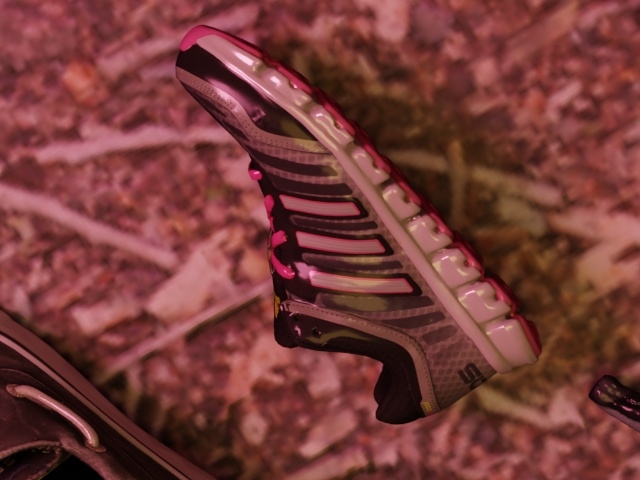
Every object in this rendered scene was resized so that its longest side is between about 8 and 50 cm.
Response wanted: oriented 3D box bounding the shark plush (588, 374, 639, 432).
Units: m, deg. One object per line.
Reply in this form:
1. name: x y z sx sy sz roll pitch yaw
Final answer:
1. shark plush: 0.168 0.105 0.628 0.161 0.073 0.067 25 134 -6

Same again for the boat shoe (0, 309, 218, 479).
1. boat shoe: -0.110 0.082 0.623 0.219 0.070 0.078 29 100 10

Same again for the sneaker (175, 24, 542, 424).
1. sneaker: 0.000 0.000 0.611 0.075 0.063 0.170 -42 101 6
